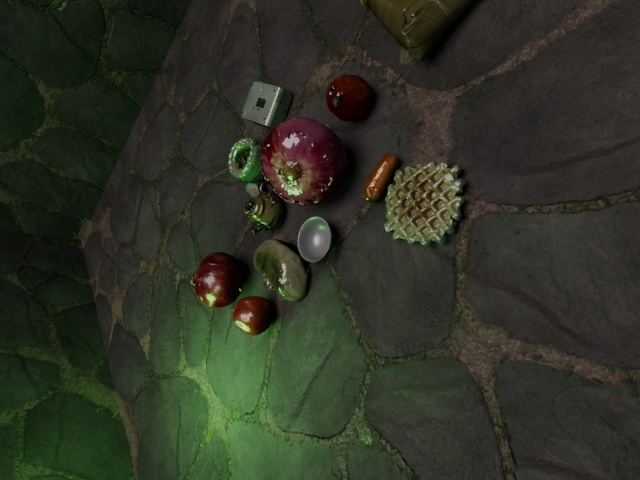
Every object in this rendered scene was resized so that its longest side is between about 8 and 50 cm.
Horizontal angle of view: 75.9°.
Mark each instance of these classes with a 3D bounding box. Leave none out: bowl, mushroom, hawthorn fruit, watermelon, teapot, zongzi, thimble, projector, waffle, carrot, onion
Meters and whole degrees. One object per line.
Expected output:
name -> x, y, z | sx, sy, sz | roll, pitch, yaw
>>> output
bowl -> 0.000, 0.000, 1.699 | 0.189, 0.086, 0.189 | -8, 78, 43
mushroom -> -0.192, 0.126, 1.824 | 0.247, 0.130, 0.344 | -51, 52, 18
hawthorn fruit -> -0.320, 0.332, 1.855 | 0.200, 0.179, 0.179 | 15, 93, 9
watermelon -> -0.324, -0.251, 2.059 | 0.180, 0.081, 0.094 | 31, 120, 57
hawthorn fruit -> 0.101, -0.572, 1.634 | 0.185, 0.202, 0.185 | 1, 91, 44
teapot -> -0.271, -0.154, 1.911 | 0.173, 0.182, 0.270 | 6, 85, 44
zongzi -> 0.361, -0.913, 1.488 | 0.418, 0.181, 0.447 | -39, 58, 16
thimble -> -0.346, -0.402, 2.047 | 0.219, 0.150, 0.219 | -9, 77, 42
projector -> -0.273, -0.677, 2.059 | 0.250, 0.108, 0.198 | 31, 102, 42
waffle -> 0.352, -0.127, 1.418 | 0.309, 0.056, 0.292 | 6, 87, 44
carrot -> 0.222, -0.236, 1.541 | 0.087, 0.087, 0.193 | 33, 103, 41
onion -> -0.059, -0.317, 1.683 | 0.358, 0.345, 0.358 | 4, 99, 23
onion -> -0.504, 0.192, 2.018 | 0.276, 0.276, 0.276 | -9, 76, 41

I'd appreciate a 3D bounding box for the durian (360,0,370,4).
durian -> 0.207, -1.061, 1.675 | 0.165, 0.132, 0.182 | -39, 46, 18
